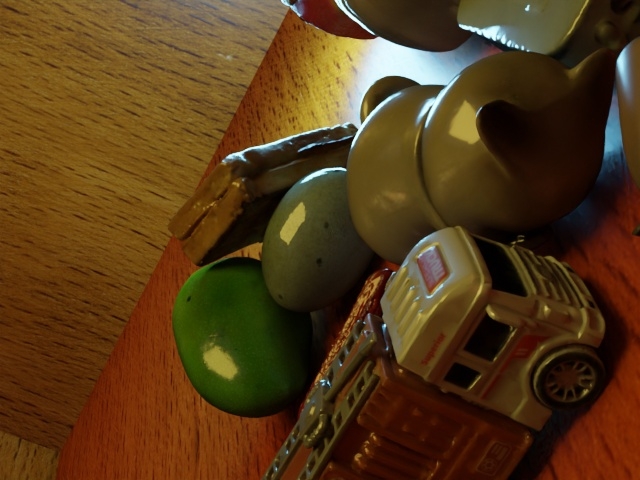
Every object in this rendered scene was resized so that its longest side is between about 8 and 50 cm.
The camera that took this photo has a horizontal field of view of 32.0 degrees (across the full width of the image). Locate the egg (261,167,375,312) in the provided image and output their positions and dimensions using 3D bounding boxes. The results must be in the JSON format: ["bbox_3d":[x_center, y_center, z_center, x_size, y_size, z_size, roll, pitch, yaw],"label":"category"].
[{"bbox_3d":[0.000,0.000,1.721,0.236,0.169,0.169,-58,17,7],"label":"egg"}]

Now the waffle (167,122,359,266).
[{"bbox_3d":[-0.075,-0.082,1.864,0.328,0.098,0.224,-24,-14,-45],"label":"waffle"}]

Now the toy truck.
[{"bbox_3d":[0.098,0.173,1.110,0.387,0.207,0.173,-60,18,19],"label":"toy truck"}]

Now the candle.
[{"bbox_3d":[0.024,0.184,1.615,0.329,0.048,0.051,-63,30,8],"label":"candle"}]

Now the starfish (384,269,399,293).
[{"bbox_3d":[0.118,0.127,1.330,0.190,0.074,0.146,88,162,-54],"label":"starfish"}]

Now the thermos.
[{"bbox_3d":[0.329,-0.087,0.969,0.137,0.105,0.193,-14,51,30],"label":"thermos"}]

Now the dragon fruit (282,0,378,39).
[{"bbox_3d":[0.074,-0.534,2.016,0.226,0.305,0.305,127,160,-50],"label":"dragon fruit"}]

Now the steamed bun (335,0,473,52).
[{"bbox_3d":[0.166,-0.423,1.655,0.383,0.247,0.236,-46,24,48],"label":"steamed bun"}]

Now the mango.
[{"bbox_3d":[-0.116,0.158,1.796,0.382,0.225,0.201,-125,43,-60],"label":"mango"}]

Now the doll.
[{"bbox_3d":[0.166,-0.087,1.256,0.370,0.215,0.226,4,112,64],"label":"doll"}]

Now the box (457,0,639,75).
[{"bbox_3d":[0.335,-0.396,1.337,0.396,0.111,0.396,-63,17,12],"label":"box"}]
